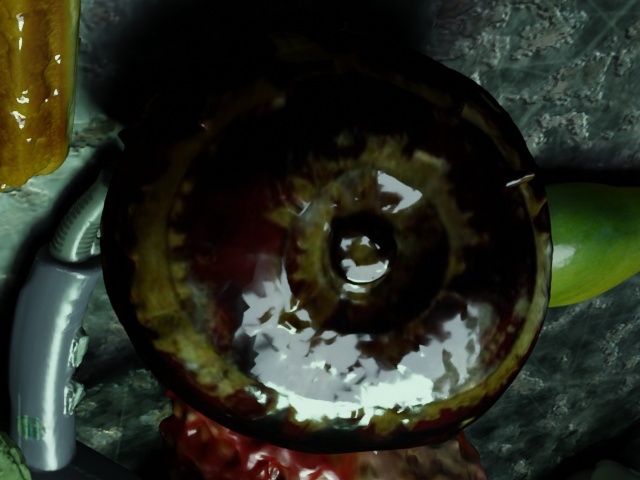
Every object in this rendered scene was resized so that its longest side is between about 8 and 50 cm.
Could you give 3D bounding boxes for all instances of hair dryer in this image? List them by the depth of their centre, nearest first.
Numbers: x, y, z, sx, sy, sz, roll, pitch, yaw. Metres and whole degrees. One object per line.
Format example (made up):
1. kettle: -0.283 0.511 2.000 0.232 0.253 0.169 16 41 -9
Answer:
1. hair dryer: -0.157 0.115 1.096 0.301 0.121 0.361 15 120 11

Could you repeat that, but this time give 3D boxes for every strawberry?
1. strawberry: 0.017 0.199 1.238 0.265 0.149 0.336 -55 129 -19

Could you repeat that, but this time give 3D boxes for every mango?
1. mango: 0.211 0.007 1.252 0.191 0.085 0.122 1 134 -30

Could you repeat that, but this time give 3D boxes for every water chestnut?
1. water chestnut: 0.000 0.000 0.988 0.300 0.300 0.300 -16 144 -12

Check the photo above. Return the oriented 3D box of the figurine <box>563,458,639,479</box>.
1. figurine: 0.256 0.383 1.661 0.381 0.203 0.248 -23 148 0

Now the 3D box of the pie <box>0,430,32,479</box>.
1. pie: -0.335 0.164 1.059 0.277 0.078 0.277 7 127 10

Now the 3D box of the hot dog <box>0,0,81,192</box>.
1. hot dog: -0.207 -0.139 0.788 0.158 0.117 0.349 -30 152 -28
